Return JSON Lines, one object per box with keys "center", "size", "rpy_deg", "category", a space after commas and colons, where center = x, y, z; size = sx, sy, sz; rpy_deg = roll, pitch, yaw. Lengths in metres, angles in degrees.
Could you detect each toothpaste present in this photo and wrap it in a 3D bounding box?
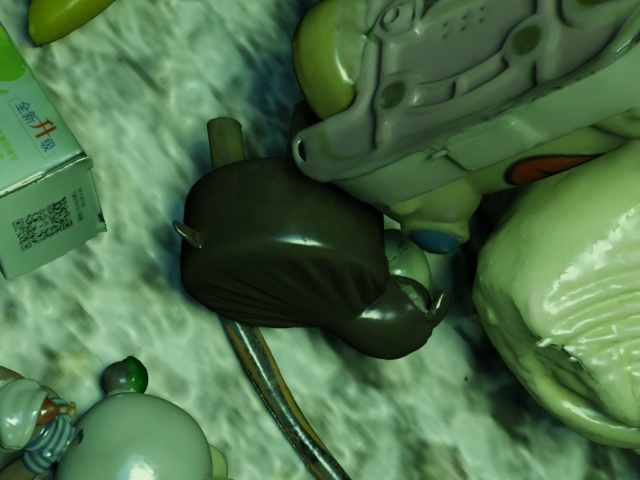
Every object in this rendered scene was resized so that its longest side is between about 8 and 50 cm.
{"center": [-0.226, -0.133, 0.686], "size": [0.067, 0.081, 0.336], "rpy_deg": [-29, 66, -17], "category": "toothpaste"}

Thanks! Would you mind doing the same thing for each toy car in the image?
{"center": [0.138, -0.165, 0.737], "size": [0.226, 0.242, 0.336], "rpy_deg": [28, 52, -40], "category": "toy car"}

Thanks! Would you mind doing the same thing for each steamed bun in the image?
{"center": [0.257, 0.024, 0.811], "size": [0.320, 0.206, 0.275], "rpy_deg": [27, 92, -13], "category": "steamed bun"}

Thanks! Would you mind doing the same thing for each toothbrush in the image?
{"center": [0.016, 0.170, 0.813], "size": [0.031, 0.023, 0.321], "rpy_deg": [-30, 91, -27], "category": "toothbrush"}

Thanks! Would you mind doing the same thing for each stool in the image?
{"center": [0.000, 0.000, 0.780], "size": [0.217, 0.125, 0.121], "rpy_deg": [24, 55, -32], "category": "stool"}

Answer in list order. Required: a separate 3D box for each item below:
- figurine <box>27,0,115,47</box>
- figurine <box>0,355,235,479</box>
{"center": [-0.133, -0.285, 0.758], "size": [0.218, 0.169, 0.327], "rpy_deg": [-26, 94, -10], "category": "figurine"}
{"center": [-0.145, 0.127, 0.741], "size": [0.197, 0.093, 0.147], "rpy_deg": [22, 55, -4], "category": "figurine"}
